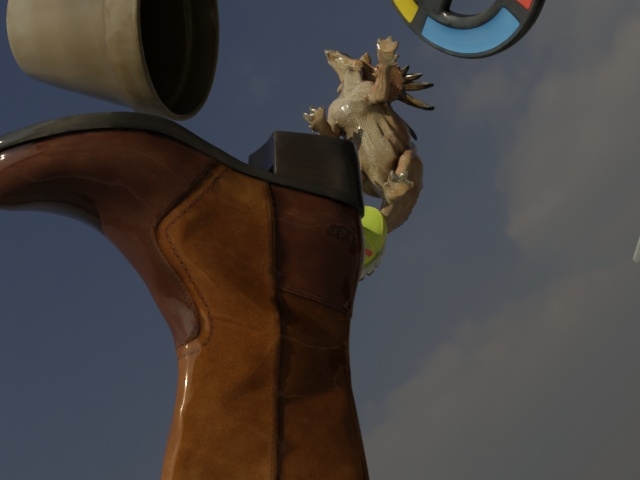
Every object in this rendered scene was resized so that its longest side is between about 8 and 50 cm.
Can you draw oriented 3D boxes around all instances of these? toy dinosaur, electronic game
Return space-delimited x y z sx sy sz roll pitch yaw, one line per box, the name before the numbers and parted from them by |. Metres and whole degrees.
toy dinosaur | 0.074 -0.115 1.199 0.127 0.296 0.200 -12 -9 19
electronic game | 0.135 -0.294 1.010 0.048 0.229 0.229 -29 -32 -33

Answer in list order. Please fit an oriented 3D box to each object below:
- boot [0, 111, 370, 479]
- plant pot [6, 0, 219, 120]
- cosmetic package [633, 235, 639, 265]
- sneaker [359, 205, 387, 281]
boot | -0.094 0.069 0.639 0.264 0.281 0.096 5 -14 -21
plant pot | -0.358 -0.367 1.697 0.323 0.280 0.323 4 -90 -73
cosmetic package | 0.401 -0.045 0.923 0.184 0.151 0.151 -59 -19 -8
sneaker | 0.000 0.000 1.065 0.208 0.081 0.094 -30 -47 -40
